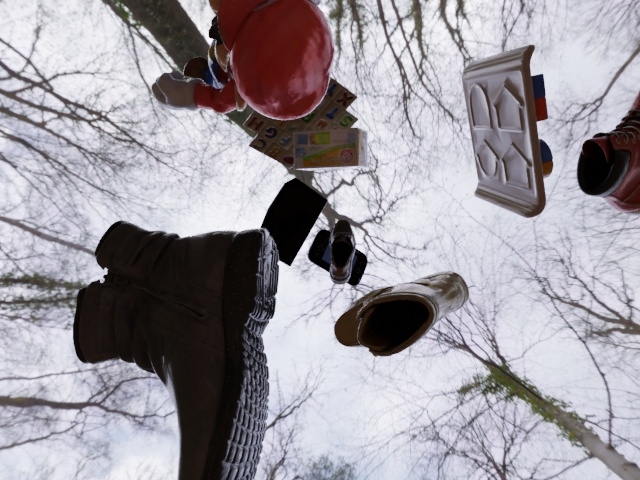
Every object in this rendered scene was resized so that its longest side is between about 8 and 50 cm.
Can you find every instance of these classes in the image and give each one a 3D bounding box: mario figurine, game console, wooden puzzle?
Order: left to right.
[{"bbox_3d":[-0.096,-0.241,0.538,0.170,0.320,0.197,5,-78,-25],"label":"mario figurine"},{"bbox_3d":[0.000,0.000,1.287,0.361,0.044,0.213,32,-97,-30],"label":"game console"},{"bbox_3d":[0.435,-0.252,1.070,0.081,0.322,0.347,-11,-74,-2],"label":"wooden puzzle"}]

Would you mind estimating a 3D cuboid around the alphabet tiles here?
[{"bbox_3d":[-0.060,-0.373,1.452,0.342,0.285,0.011,-41,-140,32],"label":"alphabet tiles"}]

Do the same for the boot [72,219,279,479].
[{"bbox_3d":[-0.174,0.139,0.523,0.223,0.118,0.338,0,-118,10],"label":"boot"}]

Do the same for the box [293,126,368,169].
[{"bbox_3d":[0.032,-0.268,1.370,0.203,0.103,0.114,0,-84,22],"label":"box"}]

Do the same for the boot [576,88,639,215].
[{"bbox_3d":[0.467,-0.171,0.683,0.088,0.176,0.244,22,-83,57],"label":"boot"}]

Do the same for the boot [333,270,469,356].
[{"bbox_3d":[0.096,0.134,0.751,0.262,0.203,0.095,-25,-96,30],"label":"boot"}]

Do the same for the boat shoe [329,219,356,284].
[{"bbox_3d":[0.056,0.014,1.109,0.066,0.066,0.183,2,-128,-1],"label":"boat shoe"}]
